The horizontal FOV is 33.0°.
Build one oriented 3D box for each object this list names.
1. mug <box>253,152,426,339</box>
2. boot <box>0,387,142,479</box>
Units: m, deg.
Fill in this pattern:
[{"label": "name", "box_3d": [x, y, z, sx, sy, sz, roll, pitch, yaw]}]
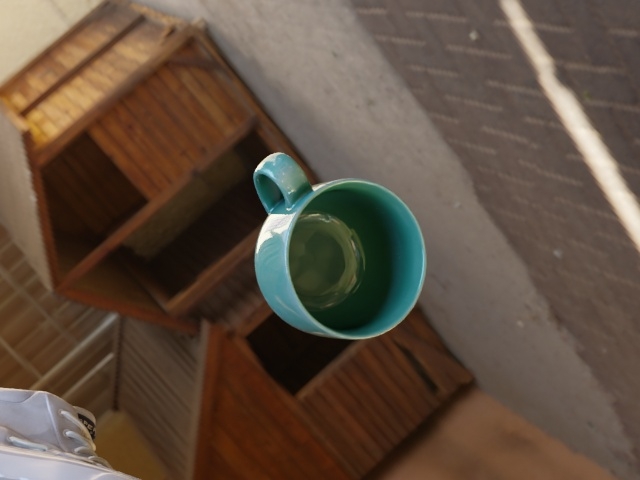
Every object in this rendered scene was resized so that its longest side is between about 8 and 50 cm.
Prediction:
[{"label": "mug", "box_3d": [0.008, 0.003, 0.908, 0.097, 0.129, 0.157, 174, 89, -66]}, {"label": "boot", "box_3d": [-0.200, 0.176, 0.857, 0.258, 0.123, 0.095, 13, 122, 11]}]
